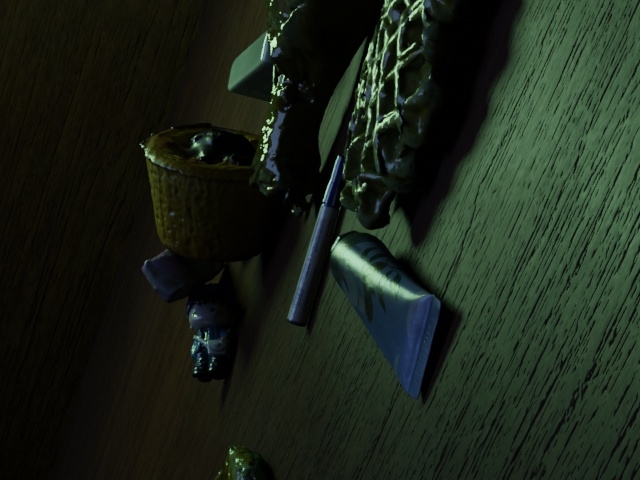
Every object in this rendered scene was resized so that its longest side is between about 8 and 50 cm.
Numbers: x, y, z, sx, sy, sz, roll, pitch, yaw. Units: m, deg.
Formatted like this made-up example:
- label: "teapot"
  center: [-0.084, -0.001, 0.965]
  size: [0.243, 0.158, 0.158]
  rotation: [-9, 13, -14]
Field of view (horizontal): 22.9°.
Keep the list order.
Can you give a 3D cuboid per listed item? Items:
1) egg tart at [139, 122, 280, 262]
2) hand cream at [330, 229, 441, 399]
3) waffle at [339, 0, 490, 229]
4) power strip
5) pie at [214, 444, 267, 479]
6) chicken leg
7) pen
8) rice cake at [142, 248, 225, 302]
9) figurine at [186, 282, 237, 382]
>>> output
- label: "egg tart"
  center: [-0.148, -0.071, 2.191]
  size: [0.215, 0.215, 0.170]
  rotation: [-106, 23, -68]
- label: "hand cream"
  center: [0.060, 0.050, 1.442]
  size: [0.271, 0.058, 0.091]
  rotation: [-124, 47, -68]
- label: "waffle"
  center: [0.081, -0.179, 1.572]
  size: [0.317, 0.073, 0.297]
  rotation: [-98, 25, -61]
- label: "power strip"
  center: [-0.061, -0.243, 2.239]
  size: [0.338, 0.098, 0.058]
  rotation: [171, 111, -77]
- label: "pie"
  center: [-0.111, 0.349, 1.827]
  size: [0.240, 0.054, 0.240]
  rotation: [-162, 90, -79]
- label: "chicken leg"
  center: [-0.017, -0.230, 1.937]
  size: [0.201, 0.153, 0.429]
  rotation: [-129, 48, -66]
- label: "pen"
  center: [0.000, 0.000, 1.831]
  size: [0.025, 0.025, 0.204]
  rotation: [-155, 81, -78]
- label: "rice cake"
  center: [-0.201, 0.041, 2.360]
  size: [0.064, 0.070, 0.399]
  rotation: [-42, 0, 4]
- label: "figurine"
  center: [-0.154, 0.129, 2.275]
  size: [0.086, 0.087, 0.149]
  rotation: [-17, 60, 22]
